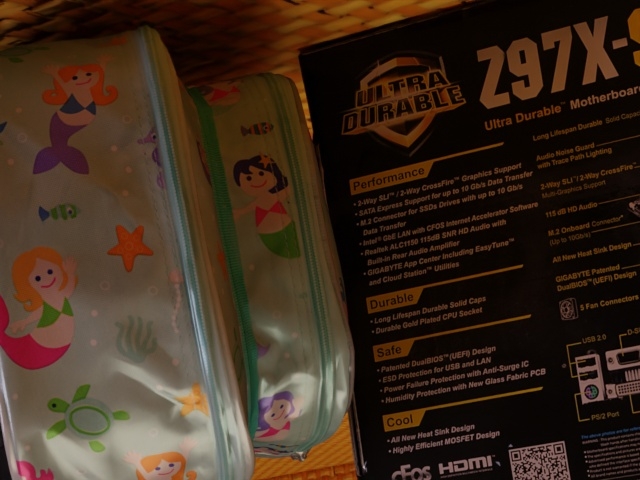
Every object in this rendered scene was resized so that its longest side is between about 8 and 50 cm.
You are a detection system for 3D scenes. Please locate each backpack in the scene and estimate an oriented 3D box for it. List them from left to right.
[{"bbox_3d":[-0.087,0.019,0.799,0.191,0.225,0.253,-10,171,-3],"label":"backpack"}]

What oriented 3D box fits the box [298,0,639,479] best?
[{"bbox_3d":[0.160,0.005,0.807,0.322,0.257,0.079,-13,166,24],"label":"box"}]
